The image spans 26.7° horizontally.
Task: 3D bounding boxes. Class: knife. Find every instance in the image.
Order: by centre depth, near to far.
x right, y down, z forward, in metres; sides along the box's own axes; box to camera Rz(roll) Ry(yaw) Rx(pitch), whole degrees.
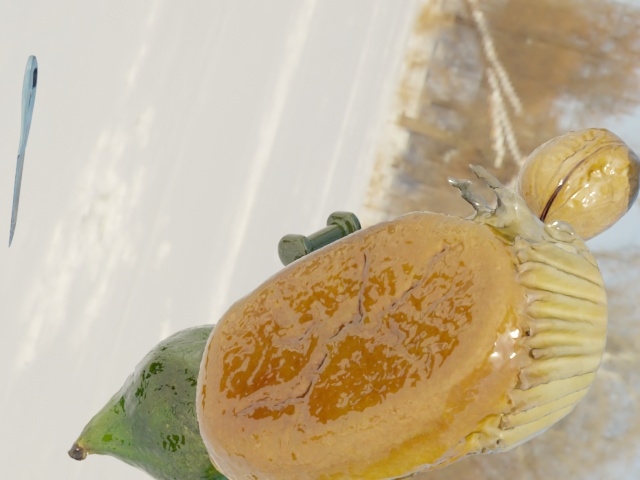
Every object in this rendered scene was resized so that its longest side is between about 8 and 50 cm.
[{"bbox_3d":[-0.428,-0.121,1.926,0.044,0.019,0.313,-84,-173,-57],"label":"knife"}]

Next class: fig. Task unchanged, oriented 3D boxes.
[{"bbox_3d":[-0.173,0.196,1.527,0.203,0.235,0.203,176,-90,-86],"label":"fig"}]

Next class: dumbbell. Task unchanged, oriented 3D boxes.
[{"bbox_3d":[0.000,0.000,1.637,0.118,0.052,0.046,-25,119,-46],"label":"dumbbell"}]

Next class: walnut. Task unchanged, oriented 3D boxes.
[{"bbox_3d":[0.340,-0.073,1.793,0.180,0.144,0.144,-38,161,-24],"label":"walnut"}]

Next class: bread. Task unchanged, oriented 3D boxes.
[{"bbox_3d":[0.059,0.106,1.182,0.388,0.183,0.236,-31,-119,32],"label":"bread"}]
